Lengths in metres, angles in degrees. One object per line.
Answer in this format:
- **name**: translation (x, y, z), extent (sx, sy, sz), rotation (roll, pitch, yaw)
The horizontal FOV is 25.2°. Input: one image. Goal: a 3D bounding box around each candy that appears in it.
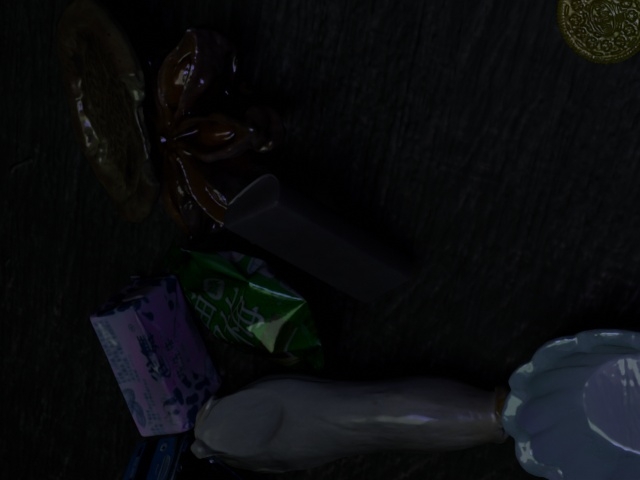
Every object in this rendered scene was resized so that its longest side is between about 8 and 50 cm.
- **candy**: translation (-0.174, 0.122, 1.547), extent (0.073, 0.092, 0.160), rotation (-7, 114, 32)
- **candy**: translation (-0.073, 0.063, 1.456), extent (0.203, 0.078, 0.141), rotation (36, 152, 1)

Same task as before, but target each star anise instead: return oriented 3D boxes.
- **star anise**: translation (-0.100, -0.099, 1.384), extent (0.214, 0.099, 0.220), rotation (56, 146, -4)

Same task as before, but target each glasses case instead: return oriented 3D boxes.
- **glasses case**: translation (0.001, 0.001, 1.358), extent (0.072, 0.042, 0.191), rotation (-34, 134, 31)

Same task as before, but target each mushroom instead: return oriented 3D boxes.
- **mushroom**: translation (0.032, 0.183, 1.462), extent (0.351, 0.097, 0.109), rotation (-6, 149, 27)

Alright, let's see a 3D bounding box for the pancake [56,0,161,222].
- **pancake**: translation (-0.210, -0.128, 1.414), extent (0.212, 0.029, 0.235), rotation (17, 123, 60)

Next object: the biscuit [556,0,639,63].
- **biscuit**: translation (0.241, -0.191, 1.207), extent (0.084, 0.023, 0.084), rotation (11, 118, 22)

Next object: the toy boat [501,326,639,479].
- **toy boat**: translation (0.316, 0.155, 1.305), extent (0.290, 0.100, 0.199), rotation (2, 117, 28)

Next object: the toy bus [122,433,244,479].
- **toy bus**: translation (-0.136, 0.292, 1.575), extent (0.106, 0.090, 0.184), rotation (-8, 141, 35)
